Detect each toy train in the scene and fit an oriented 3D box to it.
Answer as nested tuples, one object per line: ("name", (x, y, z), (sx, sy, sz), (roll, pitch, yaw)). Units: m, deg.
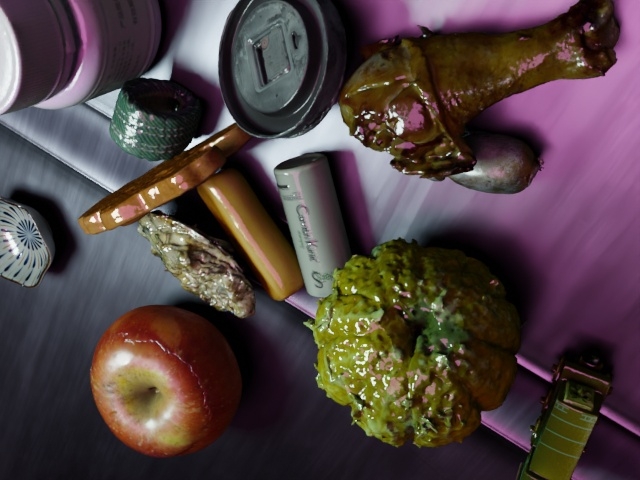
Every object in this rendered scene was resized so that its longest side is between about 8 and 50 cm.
("toy train", (0.353, 0.272, 1.178), (0.090, 0.137, 0.225), (20, 121, 17))

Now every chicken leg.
("chicken leg", (0.183, -0.182, 1.026), (0.361, 0.140, 0.211), (-3, 83, 31))

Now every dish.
("dish", (-0.568, -0.007, 1.553), (0.191, 0.066, 0.190), (12, 117, 25))

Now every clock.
("clock", (-0.057, -0.254, 1.139), (0.226, 0.049, 0.226), (2, 93, 43))

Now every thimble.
("thimble", (-0.259, -0.190, 1.270), (0.118, 0.135, 0.090), (36, 124, 14))

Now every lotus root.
("lotus root", (0.218, -0.105, 1.100), (0.165, 0.088, 0.088), (9, 117, 32))

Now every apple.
("apple", (-0.266, 0.241, 1.438), (0.272, 0.206, 0.251), (39, 113, 2))

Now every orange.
("orange", (0.134, 0.135, 1.149), (0.300, 0.223, 0.301), (-45, 76, -4))

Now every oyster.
("oyster", (-0.206, 0.039, 1.351), (0.260, 0.092, 0.198), (27, 160, 9))

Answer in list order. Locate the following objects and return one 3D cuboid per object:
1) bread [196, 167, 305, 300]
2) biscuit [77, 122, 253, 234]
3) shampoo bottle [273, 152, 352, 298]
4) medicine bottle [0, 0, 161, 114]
("bread", (-0.108, -0.015, 1.311), (0.239, 0.074, 0.092), (56, 164, -6))
("biscuit", (-0.249, -0.086, 1.276), (0.334, 0.202, 0.047), (-22, 109, 31))
("shampoo bottle", (0.000, 0.000, 1.260), (0.085, 0.085, 0.262), (-5, 111, 28))
("medicine bottle", (-0.406, -0.311, 1.187), (0.241, 0.302, 0.241), (11, 117, 22))
